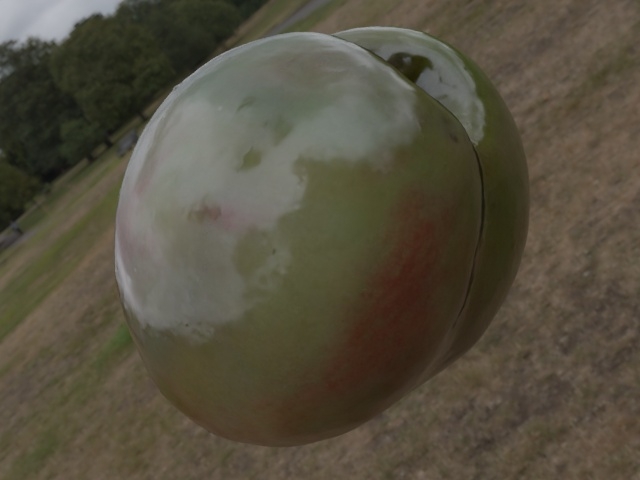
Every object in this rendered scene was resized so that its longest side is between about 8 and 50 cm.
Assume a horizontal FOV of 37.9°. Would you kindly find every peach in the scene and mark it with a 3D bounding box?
[{"bbox_3d":[-0.001,0.000,0.606,0.292,0.247,0.292,-61,-7,-12],"label":"peach"}]
